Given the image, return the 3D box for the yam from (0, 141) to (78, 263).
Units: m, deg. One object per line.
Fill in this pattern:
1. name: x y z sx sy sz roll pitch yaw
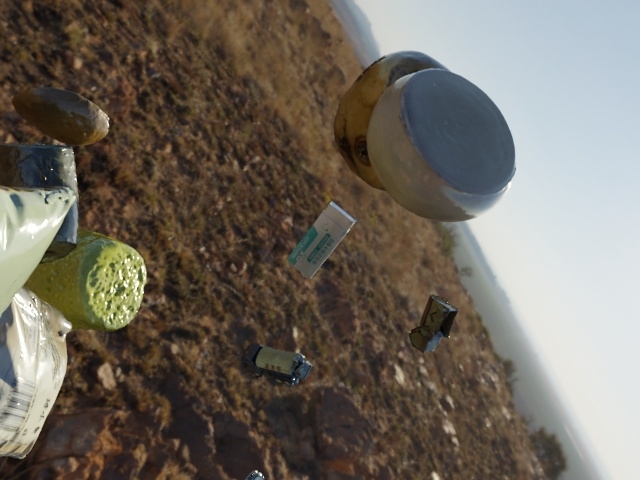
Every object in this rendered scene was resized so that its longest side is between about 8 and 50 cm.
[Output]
1. yam: -0.554 -0.087 1.155 0.154 0.154 0.254 13 68 -72

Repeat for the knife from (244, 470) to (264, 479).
1. knife: -0.162 0.483 1.084 0.162 0.023 0.044 -33 125 -51

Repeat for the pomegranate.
1. pomegranate: 0.151 -0.219 1.095 0.260 0.260 0.260 55 15 -23

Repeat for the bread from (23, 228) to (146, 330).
1. bread: -0.745 0.130 1.825 0.348 0.308 0.348 -26 120 -61

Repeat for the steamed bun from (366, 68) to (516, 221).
1. steamed bun: 0.166 -0.129 0.869 0.232 0.145 0.231 12 63 -25

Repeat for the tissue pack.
1. tissue pack: -0.692 0.285 1.293 0.390 0.195 0.375 91 10 -66

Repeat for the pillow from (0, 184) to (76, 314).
1. pillow: -0.416 0.060 0.602 0.119 0.310 0.312 40 9 2

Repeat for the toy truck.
1. toy truck: -0.116 0.319 1.517 0.088 0.202 0.074 56 51 -38

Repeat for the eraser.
1. eraser: 0.000 0.000 1.733 0.095 0.225 0.052 38 19 2

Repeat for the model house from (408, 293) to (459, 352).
1. model house: 0.182 0.138 0.975 0.057 0.083 0.058 4 20 -38

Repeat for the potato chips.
1. potato chips: -0.563 -0.263 1.288 0.202 0.150 0.049 36 41 -57
